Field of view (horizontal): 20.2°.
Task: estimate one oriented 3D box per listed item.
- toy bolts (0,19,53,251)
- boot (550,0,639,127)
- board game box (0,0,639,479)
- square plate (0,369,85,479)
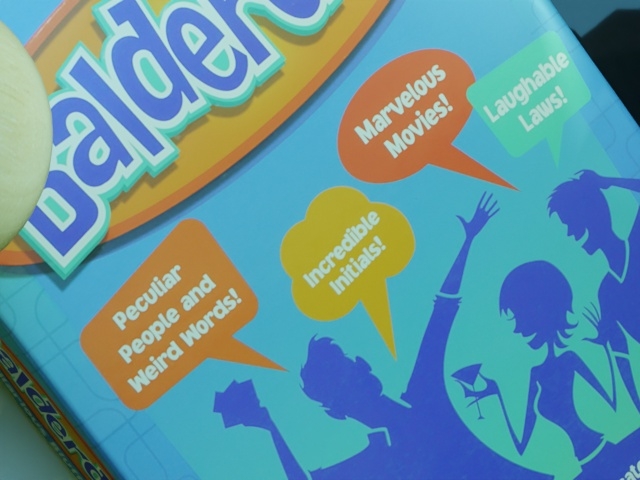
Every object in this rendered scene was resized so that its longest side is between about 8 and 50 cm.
[{"bbox_3d":[-0.158,0.017,0.324,0.218,0.158,0.228,31,91,41],"label":"toy bolts"},{"bbox_3d":[0.067,-0.120,0.557,0.207,0.094,0.247,-4,69,-16],"label":"boot"},{"bbox_3d":[0.000,0.000,0.433,0.160,0.047,0.210,-40,97,-21],"label":"board game box"},{"bbox_3d":[-0.239,-0.010,0.422,0.347,0.049,0.344,-25,71,-29],"label":"square plate"}]
